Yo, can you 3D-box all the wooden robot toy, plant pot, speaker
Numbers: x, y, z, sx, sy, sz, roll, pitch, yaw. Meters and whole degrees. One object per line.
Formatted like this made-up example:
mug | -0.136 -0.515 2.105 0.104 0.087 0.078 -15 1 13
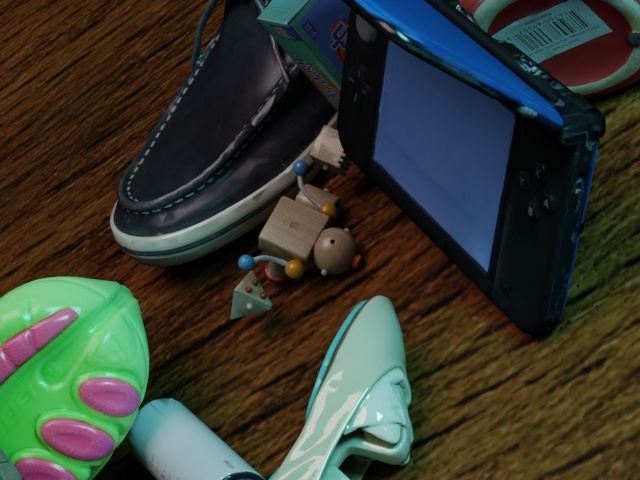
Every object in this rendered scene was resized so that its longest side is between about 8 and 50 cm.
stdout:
wooden robot toy | 0.000 0.000 1.434 0.079 0.076 0.173 22 65 16
plant pot | 0.180 -0.209 1.358 0.191 0.191 0.174 -17 51 33
speaker | -0.089 0.163 1.333 0.055 0.055 0.136 -48 34 -7

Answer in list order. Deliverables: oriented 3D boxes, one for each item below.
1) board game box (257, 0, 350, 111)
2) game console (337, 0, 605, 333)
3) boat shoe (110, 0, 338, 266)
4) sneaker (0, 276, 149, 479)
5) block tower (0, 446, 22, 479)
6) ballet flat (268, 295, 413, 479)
board game box | 0.069 -0.197 1.473 0.210 0.160 0.047 -52 34 -14
game console | 0.036 -0.097 1.246 0.173 0.250 0.293 -10 36 -26
boat shoe | -0.020 -0.194 1.567 0.500 0.156 0.187 -51 36 -10
sneaker | -0.302 0.209 1.436 0.483 0.185 0.202 -40 4 11
block tower | -0.251 0.192 1.262 0.097 0.335 0.091 -37 -10 11
ballet flat | 0.015 0.151 1.234 0.086 0.086 0.248 4 57 47
